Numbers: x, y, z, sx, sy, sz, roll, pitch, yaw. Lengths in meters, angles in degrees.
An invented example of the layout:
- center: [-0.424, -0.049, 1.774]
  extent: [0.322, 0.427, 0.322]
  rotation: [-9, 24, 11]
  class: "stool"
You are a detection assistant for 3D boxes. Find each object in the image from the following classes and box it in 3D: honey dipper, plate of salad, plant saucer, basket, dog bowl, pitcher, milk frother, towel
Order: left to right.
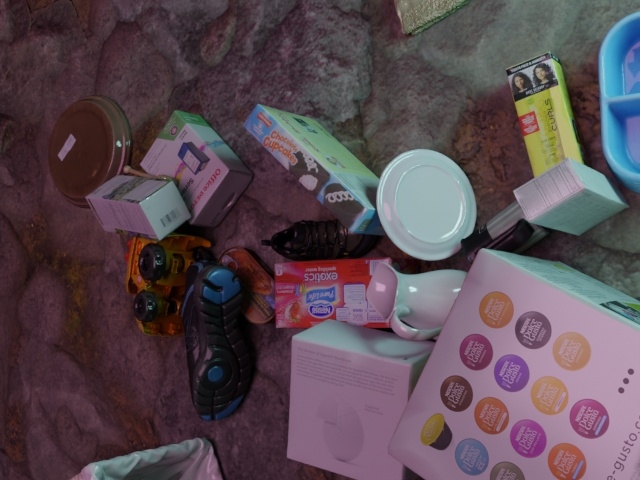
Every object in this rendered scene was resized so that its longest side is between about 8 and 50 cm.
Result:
- center: [-0.568, -0.217, 2.092]
  extent: [0.278, 0.041, 0.277]
  rotation: [-2, 86, 34]
  class: "plant saucer"
- center: [-0.366, 0.611, 1.744]
  extent: [0.266, 0.331, 0.328]
  rotation: [-31, 70, 34]
  class: "basket"
- center: [-0.369, -0.136, 1.857]
  extent: [0.161, 0.030, 0.030]
  rotation: [18, 96, 38]
  class: "honey dipper"
- center: [0.184, -0.062, 1.523]
  extent: [0.048, 0.200, 0.199]
  rotation: [158, 108, -66]
  class: "plate of salad"
- center: [0.205, -0.458, 1.613]
  extent: [0.148, 0.027, 0.110]
  rotation: [-24, 75, 30]
  class: "towel"
- center: [0.197, 0.120, 1.439]
  extent: [0.177, 0.207, 0.125]
  rotation: [-105, 32, -56]
  class: "pitcher"
- center: [0.335, 0.023, 1.468]
  extent: [0.143, 0.129, 0.135]
  rotation: [42, 116, -18]
  class: "milk frother"
- center: [0.520, -0.222, 1.365]
  extent: [0.166, 0.074, 0.297]
  rotation: [-4, 85, 33]
  class: "dog bowl"

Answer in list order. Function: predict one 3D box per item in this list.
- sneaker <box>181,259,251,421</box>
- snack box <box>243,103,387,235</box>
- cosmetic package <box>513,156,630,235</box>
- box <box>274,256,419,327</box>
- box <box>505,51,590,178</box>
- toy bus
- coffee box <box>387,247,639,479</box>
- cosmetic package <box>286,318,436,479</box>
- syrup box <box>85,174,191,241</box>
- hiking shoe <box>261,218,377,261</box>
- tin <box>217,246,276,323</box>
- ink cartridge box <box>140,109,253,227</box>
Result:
- center: [-0.222, 0.205, 1.798]
  extent: [0.140, 0.125, 0.340]
  rotation: [23, 112, 58]
  class: "sneaker"
- center: [0.019, -0.131, 1.617]
  extent: [0.322, 0.187, 0.060]
  rotation: [46, 112, 27]
  class: "snack box"
- center: [0.392, -0.065, 1.339]
  extent: [0.099, 0.239, 0.060]
  rotation: [-32, 69, 27]
  class: "cosmetic package"
- center: [0.049, 0.100, 1.620]
  extent: [0.257, 0.123, 0.128]
  rotation: [-4, 84, 32]
  class: "box"
- center: [0.386, -0.192, 1.459]
  extent: [0.087, 0.058, 0.232]
  rotation: [-18, 78, 30]
  class: "box"
- center: [-0.359, 0.079, 1.886]
  extent: [0.211, 0.149, 0.220]
  rotation: [17, 99, 46]
  class: "toy bus"
- center: [0.364, 0.237, 1.278]
  extent: [0.334, 0.338, 0.337]
  rotation: [30, 102, 31]
  class: "coffee box"
- center: [0.073, 0.273, 1.476]
  extent: [0.224, 0.138, 0.224]
  rotation: [10, 106, 28]
  class: "cosmetic package"
- center: [-0.389, -0.072, 1.834]
  extent: [0.237, 0.093, 0.096]
  rotation: [7, 130, 48]
  class: "syrup box"
- center: [0.000, 0.000, 1.663]
  extent: [0.227, 0.114, 0.086]
  rotation: [-14, 80, 32]
  class: "hiking shoe"
- center: [-0.144, 0.093, 1.799]
  extent: [0.189, 0.040, 0.106]
  rotation: [46, 107, 27]
  class: "tin"
- center: [-0.268, -0.153, 1.861]
  extent: [0.212, 0.093, 0.154]
  rotation: [47, 111, 24]
  class: "ink cartridge box"
